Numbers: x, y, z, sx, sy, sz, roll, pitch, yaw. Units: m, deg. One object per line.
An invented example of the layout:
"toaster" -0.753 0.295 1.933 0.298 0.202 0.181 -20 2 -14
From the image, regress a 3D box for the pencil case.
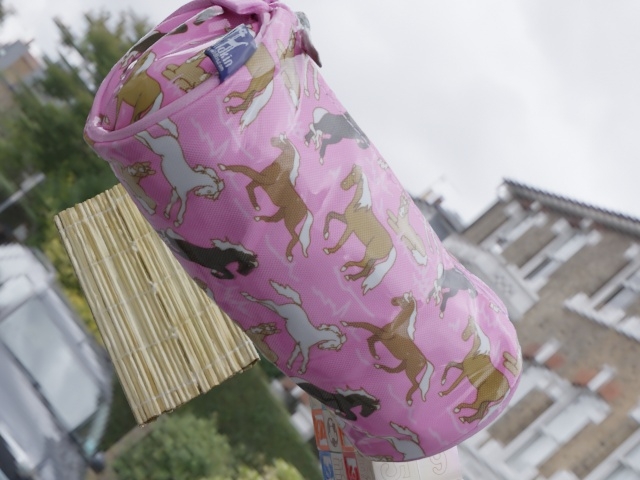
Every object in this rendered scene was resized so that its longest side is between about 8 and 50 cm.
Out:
"pencil case" 0.000 0.000 0.941 0.167 0.160 0.386 -18 -57 32

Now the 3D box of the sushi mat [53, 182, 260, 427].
"sushi mat" -0.195 0.054 1.442 0.316 0.151 0.019 61 -5 32

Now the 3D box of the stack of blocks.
"stack of blocks" 0.064 0.217 1.215 0.171 0.087 0.297 152 -71 -71
